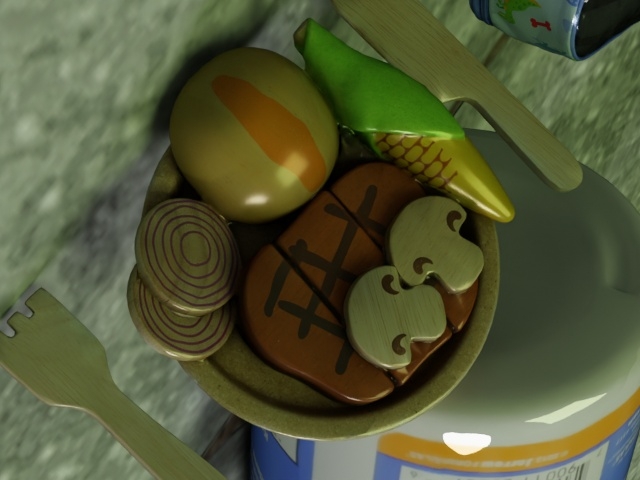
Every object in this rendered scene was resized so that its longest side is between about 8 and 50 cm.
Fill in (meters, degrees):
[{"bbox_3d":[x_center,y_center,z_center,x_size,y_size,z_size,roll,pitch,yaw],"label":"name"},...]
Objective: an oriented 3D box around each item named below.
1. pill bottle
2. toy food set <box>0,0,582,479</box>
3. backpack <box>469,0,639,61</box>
[{"bbox_3d":[0.046,0.099,0.751,0.152,0.152,0.272,-41,151,-34],"label":"pill bottle"},{"bbox_3d":[0.000,0.000,0.590,0.192,0.132,0.038,-50,-175,-20],"label":"toy food set"},{"bbox_3d":[0.097,-0.124,0.672,0.114,0.084,0.105,-40,149,-46],"label":"backpack"}]
